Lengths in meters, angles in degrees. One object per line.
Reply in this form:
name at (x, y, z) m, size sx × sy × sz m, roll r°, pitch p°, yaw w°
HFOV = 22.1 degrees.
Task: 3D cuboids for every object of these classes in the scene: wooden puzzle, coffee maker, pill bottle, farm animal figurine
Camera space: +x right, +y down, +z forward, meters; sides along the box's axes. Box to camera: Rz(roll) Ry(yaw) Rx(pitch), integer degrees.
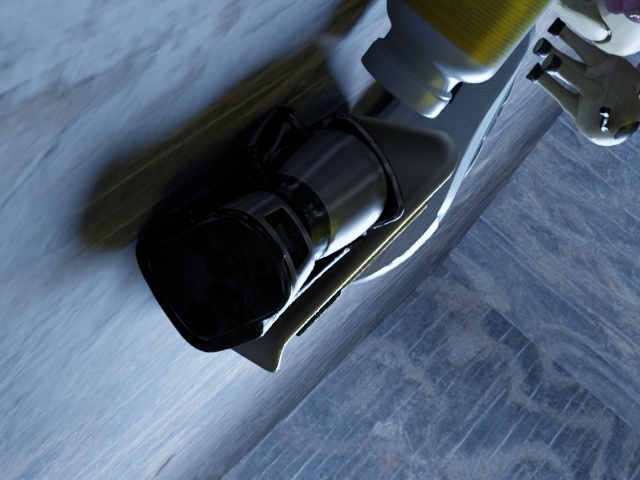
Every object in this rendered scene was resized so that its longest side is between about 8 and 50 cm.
wooden puzzle at (0.000, 0.000, 1.383) m, size 0.238 × 0.044 × 0.221 m, roll -50°, pitch -158°, yaw -8°
coffee maker at (-0.046, 0.004, 1.211) m, size 0.178 × 0.120 × 0.171 m, roll -39°, pitch 169°, yaw -49°
pill bottle at (0.115, -0.186, 1.240) m, size 0.184 × 0.103 × 0.103 m, roll -51°, pitch 172°, yaw 16°
farm animal figurine at (0.336, -0.236, 1.627) m, size 0.330 × 0.172 × 0.327 m, roll -55°, pitch -170°, yaw -1°

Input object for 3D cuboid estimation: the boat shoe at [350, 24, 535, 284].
boat shoe at (0.111, -0.095, 1.603) m, size 0.335 × 0.121 × 0.119 m, roll -53°, pitch 168°, yaw 14°
